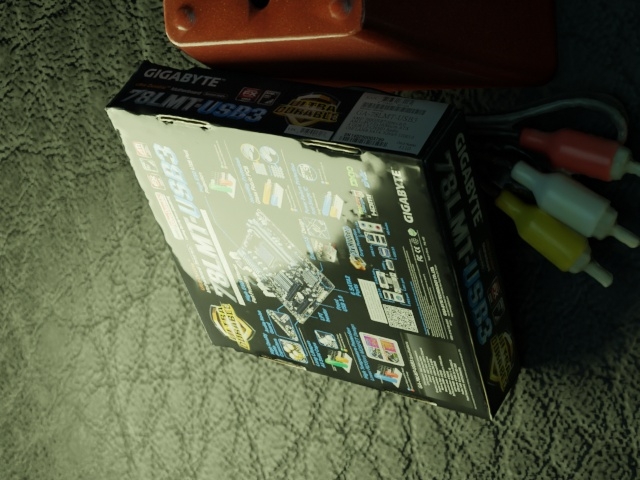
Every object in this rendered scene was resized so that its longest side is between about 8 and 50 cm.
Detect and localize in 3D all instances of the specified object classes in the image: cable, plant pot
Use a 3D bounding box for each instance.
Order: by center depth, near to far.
[{"bbox_3d":[0.012,-0.248,1.262,0.267,0.235,0.267,1,97,33],"label":"plant pot"},{"bbox_3d":[0.127,-0.077,1.270,0.287,0.072,0.139,22,105,6],"label":"cable"}]

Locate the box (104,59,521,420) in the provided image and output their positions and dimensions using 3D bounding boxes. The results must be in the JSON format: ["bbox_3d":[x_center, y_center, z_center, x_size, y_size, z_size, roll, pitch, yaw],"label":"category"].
[{"bbox_3d":[0.000,0.000,1.309,0.293,0.073,0.295,13,140,32],"label":"box"}]
